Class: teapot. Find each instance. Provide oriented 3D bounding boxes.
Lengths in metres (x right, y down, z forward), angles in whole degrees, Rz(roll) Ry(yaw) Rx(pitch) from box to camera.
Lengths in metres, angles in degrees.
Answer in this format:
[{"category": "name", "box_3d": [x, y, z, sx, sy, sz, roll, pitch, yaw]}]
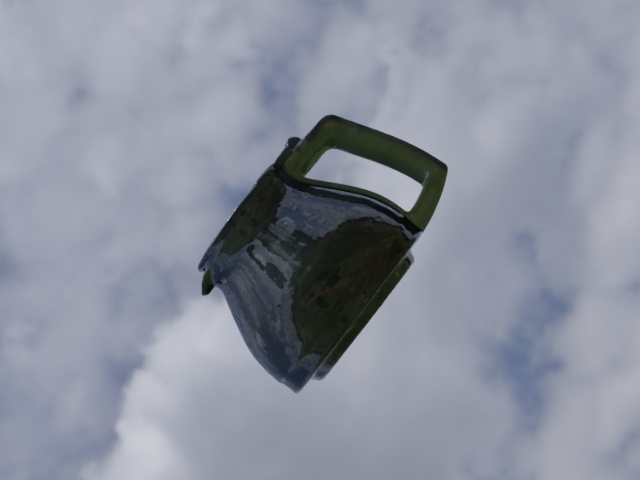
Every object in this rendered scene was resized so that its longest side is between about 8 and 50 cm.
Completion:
[{"category": "teapot", "box_3d": [0.000, 0.000, 0.609, 0.057, 0.066, 0.088, 38, -101, 2]}]
